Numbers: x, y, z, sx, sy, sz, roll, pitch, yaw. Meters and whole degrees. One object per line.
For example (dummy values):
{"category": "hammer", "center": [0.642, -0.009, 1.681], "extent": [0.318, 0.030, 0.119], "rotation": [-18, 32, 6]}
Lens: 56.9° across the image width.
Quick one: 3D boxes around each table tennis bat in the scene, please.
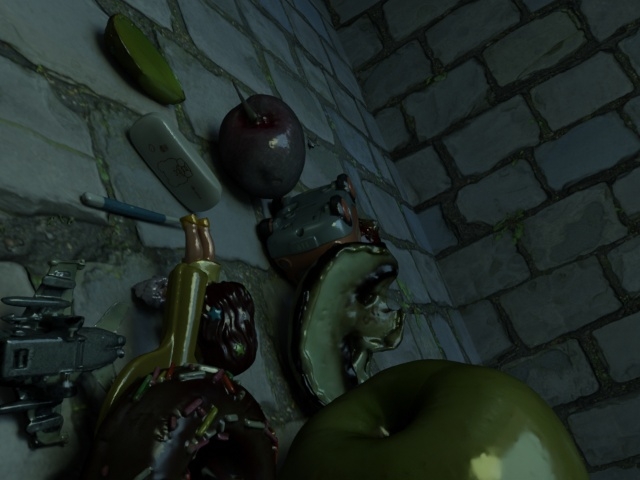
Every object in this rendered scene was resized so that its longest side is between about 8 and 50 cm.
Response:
{"category": "table tennis bat", "center": [-0.182, 0.180, 0.706], "extent": [0.198, 0.050, 0.321], "rotation": [43, 46, -53]}

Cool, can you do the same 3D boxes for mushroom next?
{"category": "mushroom", "center": [0.048, 0.169, 1.152], "extent": [0.247, 0.130, 0.344], "rotation": [7, 81, -26]}

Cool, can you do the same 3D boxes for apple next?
{"category": "apple", "center": [0.165, 0.406, 0.832], "extent": [0.474, 0.473, 0.474], "rotation": [51, 22, -31]}

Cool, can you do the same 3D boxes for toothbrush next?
{"category": "toothbrush", "center": [-0.264, -0.037, 0.926], "extent": [0.275, 0.025, 0.019], "rotation": [17, 43, -61]}

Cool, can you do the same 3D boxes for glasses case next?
{"category": "glasses case", "center": [-0.245, -0.131, 1.010], "extent": [0.193, 0.074, 0.049], "rotation": [55, 21, -25]}

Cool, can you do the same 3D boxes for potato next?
{"category": "potato", "center": [-0.328, -0.322, 1.084], "extent": [0.198, 0.054, 0.119], "rotation": [42, 28, -56]}

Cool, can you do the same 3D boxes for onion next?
{"category": "onion", "center": [0.114, 0.001, 1.661], "extent": [0.184, 0.147, 0.184], "rotation": [36, 30, -25]}

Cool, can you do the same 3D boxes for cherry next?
{"category": "cherry", "center": [-0.120, -0.195, 1.251], "extent": [0.266, 0.183, 0.213], "rotation": [59, 29, -52]}

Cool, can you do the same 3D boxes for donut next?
{"category": "donut", "center": [-0.135, 0.263, 0.624], "extent": [0.269, 0.103, 0.270], "rotation": [20, 67, -58]}

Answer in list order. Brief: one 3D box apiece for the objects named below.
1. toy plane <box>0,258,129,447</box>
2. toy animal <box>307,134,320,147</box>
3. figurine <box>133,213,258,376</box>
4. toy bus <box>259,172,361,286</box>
{"category": "toy plane", "center": [-0.292, 0.110, 0.559], "extent": [0.262, 0.088, 0.192], "rotation": [9, 84, -62]}
{"category": "toy animal", "center": [-0.023, -0.323, 1.905], "extent": [0.084, 0.028, 0.050], "rotation": [-50, 120, -70]}
{"category": "figurine", "center": [-0.167, 0.085, 0.864], "extent": [0.240, 0.115, 0.174], "rotation": [67, 19, 12]}
{"category": "toy bus", "center": [0.000, 0.000, 1.334], "extent": [0.288, 0.194, 0.232], "rotation": [-78, 150, -62]}
